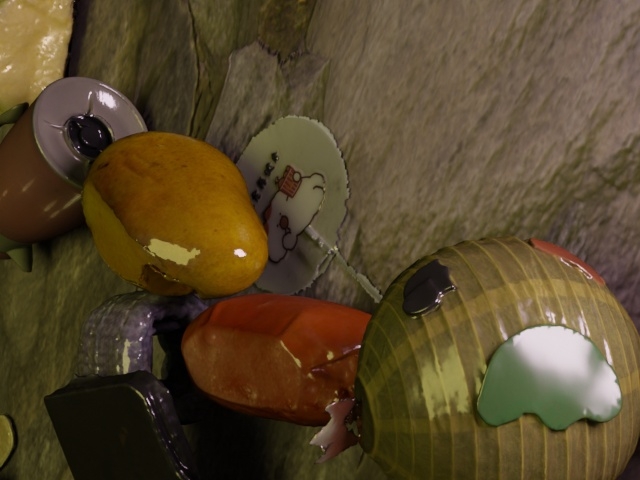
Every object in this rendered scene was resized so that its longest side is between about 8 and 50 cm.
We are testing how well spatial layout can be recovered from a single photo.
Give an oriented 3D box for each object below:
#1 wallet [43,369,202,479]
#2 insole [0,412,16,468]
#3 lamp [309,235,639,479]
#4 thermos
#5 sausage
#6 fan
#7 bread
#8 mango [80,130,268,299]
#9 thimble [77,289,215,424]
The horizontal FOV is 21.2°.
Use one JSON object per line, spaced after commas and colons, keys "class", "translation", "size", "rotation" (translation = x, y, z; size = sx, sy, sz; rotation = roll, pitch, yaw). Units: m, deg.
{"class": "wallet", "translation": [-0.160, 0.307, 1.738], "size": [0.197, 0.051, 0.377], "rotation": [-16, 99, 46]}
{"class": "insole", "translation": [-0.458, 0.285, 2.179], "size": [0.248, 0.011, 0.081], "rotation": [-37, 61, 38]}
{"class": "lamp", "translation": [0.122, 0.125, 1.400], "size": [0.250, 0.284, 0.250], "rotation": [166, 90, -78]}
{"class": "thermos", "translation": [-0.328, -0.079, 1.992], "size": [0.265, 0.146, 0.176], "rotation": [-34, 76, 48]}
{"class": "sausage", "translation": [-0.031, 0.114, 1.669], "size": [0.258, 0.133, 0.133], "rotation": [3, 88, 48]}
{"class": "fan", "translation": [-0.001, 0.000, 1.733], "size": [0.329, 0.009, 0.190], "rotation": [46, 118, 39]}
{"class": "bread", "translation": [-0.392, -0.279, 2.128], "size": [0.263, 0.198, 0.236], "rotation": [20, 67, 43]}
{"class": "mango", "translation": [-0.147, -0.022, 1.773], "size": [0.262, 0.167, 0.130], "rotation": [50, 160, 48]}
{"class": "thimble", "translation": [-0.176, 0.125, 1.806], "size": [0.098, 0.150, 0.150], "rotation": [-5, 83, 45]}
